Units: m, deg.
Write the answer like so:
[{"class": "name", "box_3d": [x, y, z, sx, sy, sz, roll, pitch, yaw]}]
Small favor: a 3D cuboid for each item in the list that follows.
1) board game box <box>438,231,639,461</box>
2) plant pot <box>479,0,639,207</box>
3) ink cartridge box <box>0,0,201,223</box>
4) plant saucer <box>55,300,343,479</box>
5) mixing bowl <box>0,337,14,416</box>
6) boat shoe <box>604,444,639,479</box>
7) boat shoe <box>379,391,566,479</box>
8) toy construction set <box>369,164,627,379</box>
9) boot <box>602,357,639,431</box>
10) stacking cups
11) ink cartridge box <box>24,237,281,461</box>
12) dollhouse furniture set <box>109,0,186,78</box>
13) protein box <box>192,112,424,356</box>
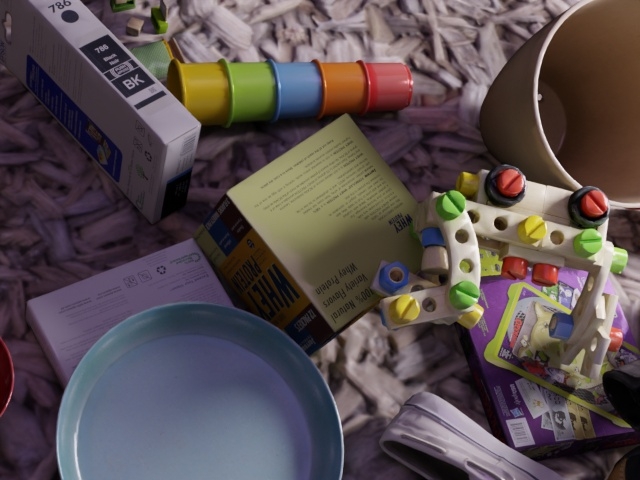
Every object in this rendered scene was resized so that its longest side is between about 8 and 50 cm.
[{"class": "board game box", "box_3d": [0.269, 0.100, 1.907, 0.208, 0.056, 0.346, -9, 57, -12]}, {"class": "plant pot", "box_3d": [0.313, -0.160, 1.945, 0.257, 0.274, 0.256, 1, 87, -21]}, {"class": "ink cartridge box", "box_3d": [-0.280, -0.187, 1.921, 0.065, 0.165, 0.332, -34, 69, -30]}, {"class": "plant saucer", "box_3d": [-0.131, 0.223, 1.696, 0.318, 0.043, 0.317, 6, 68, -15]}, {"class": "mixing bowl", "box_3d": [-0.421, 0.172, 1.678, 0.182, 0.098, 0.181, 5, 54, -7]}, {"class": "boat shoe", "box_3d": [0.558, 0.237, 1.803, 0.500, 0.156, 0.186, -13, 57, -22]}, {"class": "boat shoe", "box_3d": [0.186, 0.273, 1.737, 0.267, 0.096, 0.088, 36, 60, 16]}, {"class": "toy construction set", "box_3d": [0.223, 0.037, 1.761, 0.328, 0.151, 0.215, 19, 71, -25]}, {"class": "boot", "box_3d": [0.414, 0.123, 1.792, 0.223, 0.338, 0.118, -26, 98, -10]}, {"class": "stacking cups", "box_3d": [-0.036, -0.200, 2.023, 0.316, 0.096, 0.096, -6, 57, -15]}, {"class": "ink cartridge box", "box_3d": [-0.192, 0.128, 1.789, 0.223, 0.045, 0.224, -21, 64, -24]}, {"class": "dollhouse furniture set", "box_3d": [-0.233, -0.283, 2.065, 0.076, 0.058, 0.151, -15, 59, -20]}, {"class": "protein box", "box_3d": [0.000, 0.000, 1.836, 0.200, 0.136, 0.201, -36, 84, -30]}]
